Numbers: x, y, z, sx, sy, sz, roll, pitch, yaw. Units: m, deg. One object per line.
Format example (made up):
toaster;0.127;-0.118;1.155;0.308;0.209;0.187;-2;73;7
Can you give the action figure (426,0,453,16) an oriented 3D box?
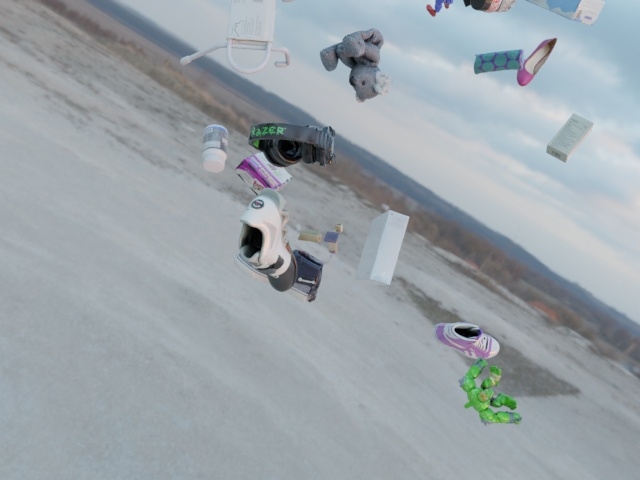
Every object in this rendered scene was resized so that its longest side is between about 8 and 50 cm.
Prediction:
action figure;0.381;-0.814;1.863;0.139;0.092;0.280;57;4;-9

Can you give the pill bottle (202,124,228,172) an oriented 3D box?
pill bottle;-0.330;-0.287;1.833;0.078;0.078;0.137;24;52;-40

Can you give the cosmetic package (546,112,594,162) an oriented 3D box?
cosmetic package;0.633;-0.261;1.489;0.060;0.115;0.041;39;-9;26

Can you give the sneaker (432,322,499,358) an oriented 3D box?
sneaker;0.566;0.366;2.129;0.282;0.102;0.161;17;-21;-21

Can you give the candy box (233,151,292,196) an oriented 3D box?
candy box;-0.213;-0.251;2.222;0.159;0.071;0.233;47;23;-2

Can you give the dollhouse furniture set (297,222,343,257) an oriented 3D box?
dollhouse furniture set;0.000;0.000;1.669;0.115;0.081;0.091;8;40;11

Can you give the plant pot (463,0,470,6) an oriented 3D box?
plant pot;0.593;-0.984;2.099;0.188;0.187;0.167;-10;-58;50

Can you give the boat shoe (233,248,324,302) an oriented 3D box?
boat shoe;-0.145;0.083;2.161;0.341;0.158;0.127;25;19;6

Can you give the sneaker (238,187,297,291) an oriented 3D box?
sneaker;-0.154;0.032;1.544;0.123;0.146;0.330;19;-43;30

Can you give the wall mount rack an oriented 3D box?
wall mount rack;-0.222;-0.583;1.552;0.304;0.349;0.130;5;-11;2

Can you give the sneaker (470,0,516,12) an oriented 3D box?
sneaker;0.542;-0.809;1.722;0.145;0.270;0.090;-7;33;-32

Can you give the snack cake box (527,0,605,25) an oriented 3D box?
snack cake box;0.847;-0.860;2.085;0.152;0.089;0.264;-7;40;-37

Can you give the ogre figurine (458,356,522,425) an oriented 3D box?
ogre figurine;0.461;0.430;1.618;0.118;0.196;0.097;-17;-5;-28

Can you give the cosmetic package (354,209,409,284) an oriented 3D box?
cosmetic package;0.249;0.041;2.451;0.098;0.284;0.377;19;-5;-4

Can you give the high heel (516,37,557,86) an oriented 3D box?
high heel;0.922;-0.760;2.490;0.082;0.244;0.117;42;-22;-6

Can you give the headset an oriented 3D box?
headset;-0.060;-0.327;1.877;0.244;0.185;0.394;4;-5;30

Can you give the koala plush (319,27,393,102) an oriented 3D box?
koala plush;0.149;-0.584;1.991;0.196;0.203;0.221;-9;-74;54

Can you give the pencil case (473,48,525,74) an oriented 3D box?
pencil case;0.568;-0.569;1.866;0.152;0.064;0.070;2;0;27
